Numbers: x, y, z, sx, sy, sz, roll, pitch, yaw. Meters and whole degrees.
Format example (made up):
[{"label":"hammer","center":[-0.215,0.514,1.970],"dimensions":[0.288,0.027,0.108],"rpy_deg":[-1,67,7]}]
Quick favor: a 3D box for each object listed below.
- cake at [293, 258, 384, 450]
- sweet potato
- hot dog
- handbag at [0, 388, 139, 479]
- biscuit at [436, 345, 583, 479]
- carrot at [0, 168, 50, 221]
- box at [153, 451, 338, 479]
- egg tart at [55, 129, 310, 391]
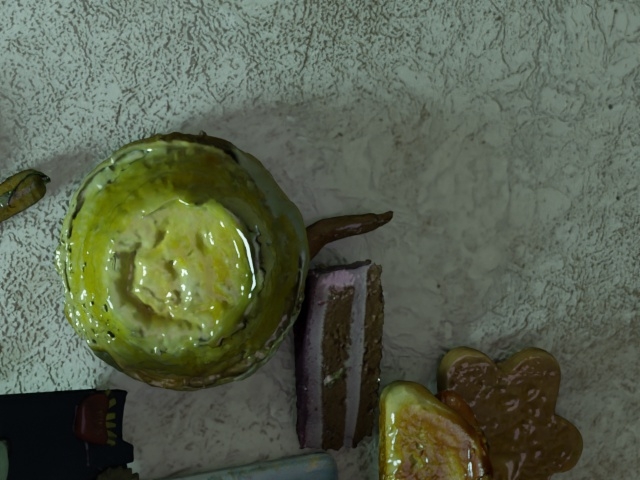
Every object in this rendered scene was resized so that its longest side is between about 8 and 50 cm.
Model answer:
[{"label":"cake","center":[0.020,0.153,1.889],"dimensions":[0.116,0.113,0.295],"rpy_deg":[-4,110,-16]},{"label":"sweet potato","center":[0.000,0.000,1.875],"dimensions":[0.214,0.050,0.050],"rpy_deg":[-25,103,-17]},{"label":"hot dog","center":[0.159,0.317,1.868],"dimensions":[0.153,0.150,0.256],"rpy_deg":[-1,96,-5]},{"label":"handbag","center":[-0.353,0.337,1.679],"dimensions":[0.329,0.122,0.303],"rpy_deg":[4,85,-51]},{"label":"biscuit","center":[0.249,0.328,1.991],"dimensions":[0.275,0.052,0.355],"rpy_deg":[-1,98,-14]},{"label":"carrot","center":[-0.452,-0.013,1.727],"dimensions":[0.254,0.049,0.049],"rpy_deg":[-35,105,-8]},{"label":"box","center":[-0.109,0.381,1.884],"dimensions":[0.285,0.044,0.142],"rpy_deg":[-7,94,-18]},{"label":"egg tart","center":[-0.177,0.032,1.753],"dimensions":[0.345,0.132,0.345],"rpy_deg":[0,95,-3]}]
